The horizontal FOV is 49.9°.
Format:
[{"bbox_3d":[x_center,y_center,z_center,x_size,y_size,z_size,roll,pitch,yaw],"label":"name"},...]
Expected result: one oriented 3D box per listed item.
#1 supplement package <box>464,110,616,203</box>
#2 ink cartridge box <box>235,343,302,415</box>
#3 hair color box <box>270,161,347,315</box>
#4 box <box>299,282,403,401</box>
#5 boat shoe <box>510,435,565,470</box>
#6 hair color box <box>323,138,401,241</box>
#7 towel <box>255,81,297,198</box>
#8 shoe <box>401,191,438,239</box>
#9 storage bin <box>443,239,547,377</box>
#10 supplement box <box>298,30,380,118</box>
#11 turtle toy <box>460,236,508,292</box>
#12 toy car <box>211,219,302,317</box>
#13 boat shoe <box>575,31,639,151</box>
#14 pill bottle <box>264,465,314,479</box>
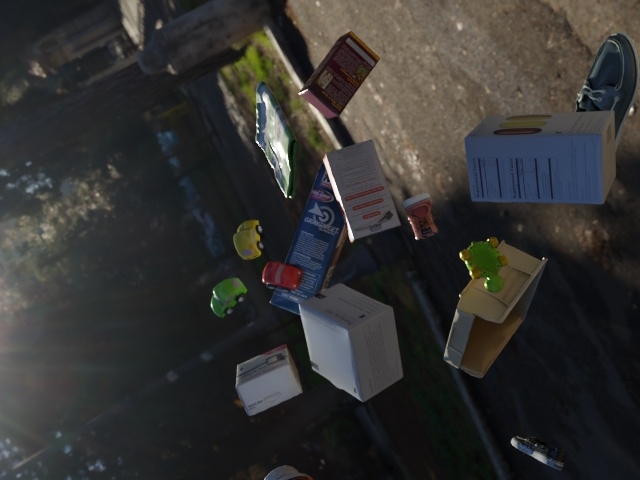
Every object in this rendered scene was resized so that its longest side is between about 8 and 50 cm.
[{"bbox_3d":[0.413,-0.156,1.292,0.244,0.139,0.133,3,118,31],"label":"supplement package"},{"bbox_3d":[-0.158,0.416,2.073,0.237,0.172,0.100,-135,22,-82],"label":"ink cartridge box"},{"bbox_3d":[0.000,0.000,1.639,0.105,0.347,0.174,20,-177,6],"label":"hair color box"},{"bbox_3d":[0.064,0.212,1.463,0.181,0.119,0.181,22,130,51],"label":"box"},{"bbox_3d":[0.430,0.408,1.352,0.049,0.040,0.142,25,175,-20],"label":"boat shoe"},{"bbox_3d":[0.075,-0.090,1.263,0.053,0.093,0.167,124,128,-83],"label":"hair color box"},{"bbox_3d":[-0.067,-0.147,1.001,0.113,0.023,0.152,92,160,-44],"label":"towel"},{"bbox_3d":[0.227,-0.052,1.530,0.178,0.064,0.081,33,-144,-78],"label":"shoe"},{"bbox_3d":[0.439,0.181,1.765,0.123,0.260,0.262,31,147,23],"label":"storage bin"},{"bbox_3d":[0.046,-0.410,1.711,0.104,0.188,0.081,38,171,-19],"label":"supplement box"},{"bbox_3d":[0.384,0.060,1.597,0.066,0.095,0.130,79,168,-70],"label":"turtle toy"},{"bbox_3d":[-0.179,0.085,1.585,0.239,0.225,0.053,48,-171,35],"label":"toy car"},{"bbox_3d":[0.660,-0.324,1.622,0.116,0.099,0.319,39,133,51],"label":"boat shoe"},{"bbox_3d":[-0.026,0.390,0.983,0.152,0.086,0.086,30,151,58],"label":"pill bottle"}]
